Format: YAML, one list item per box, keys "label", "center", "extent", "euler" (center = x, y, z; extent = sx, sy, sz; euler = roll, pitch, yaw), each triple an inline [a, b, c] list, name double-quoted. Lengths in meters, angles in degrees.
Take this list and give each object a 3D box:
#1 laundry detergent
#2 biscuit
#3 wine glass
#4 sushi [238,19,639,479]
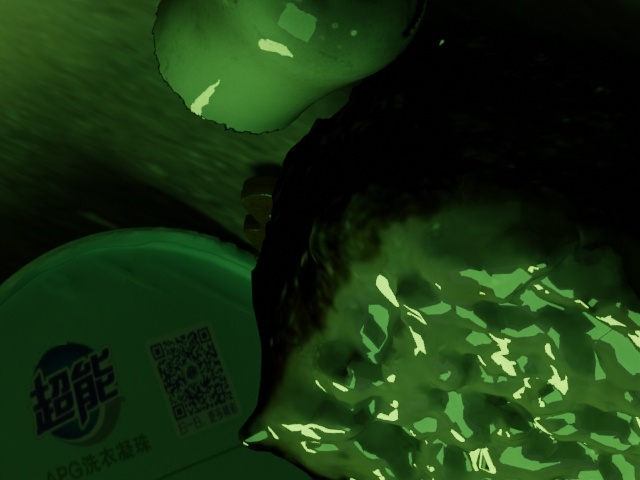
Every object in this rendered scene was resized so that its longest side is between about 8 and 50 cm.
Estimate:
- label: "laundry detergent"
  center: [-0.146, 0.172, 0.908]
  extent: [0.287, 0.287, 0.305]
  euler: [36, 142, -27]
- label: "biscuit"
  center: [0.000, 0.000, 0.832]
  extent: [0.082, 0.016, 0.092]
  euler: [15, 148, -5]
- label: "wine glass"
  center: [0.017, -0.104, 0.609]
  extent: [0.079, 0.079, 0.195]
  euler: [30, 145, -19]
- label: "sushi"
  center: [0.149, 0.034, 0.673]
  extent: [0.343, 0.182, 0.196]
  euler: [20, 143, -6]
